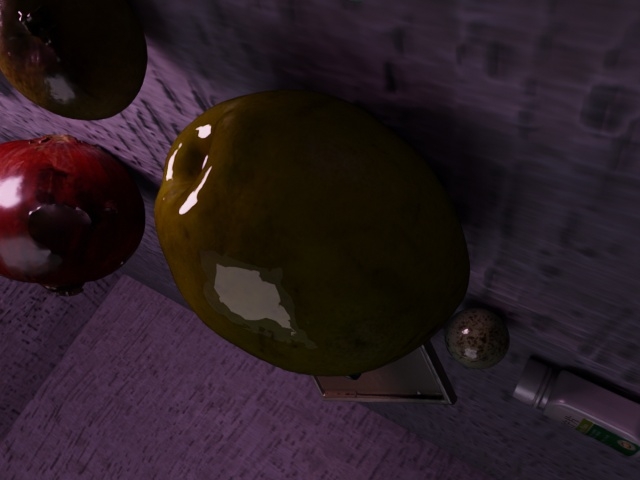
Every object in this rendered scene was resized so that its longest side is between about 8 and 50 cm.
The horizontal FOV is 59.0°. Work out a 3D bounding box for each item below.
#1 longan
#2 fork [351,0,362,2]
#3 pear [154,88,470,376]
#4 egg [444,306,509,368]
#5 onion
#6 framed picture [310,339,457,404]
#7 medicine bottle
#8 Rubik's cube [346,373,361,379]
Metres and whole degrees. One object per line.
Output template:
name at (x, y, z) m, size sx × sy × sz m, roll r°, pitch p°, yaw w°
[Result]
longan at (-0.252, -0.197, 0.562) m, size 0.155 × 0.145 × 0.176 m, roll 19°, pitch -170°, yaw -10°
fork at (-0.062, -0.207, 0.439) m, size 0.235 × 0.021 × 0.039 m, roll 20°, pitch 155°, yaw 36°
pear at (0.000, 0.000, 0.533) m, size 0.253 × 0.253 × 0.307 m, roll 11°, pitch 160°, yaw 49°
egg at (0.215, 0.135, 0.787) m, size 0.085 × 0.085 × 0.110 m, roll 34°, pitch 169°, yaw -7°
onion at (-0.515, -0.055, 1.123) m, size 0.341 × 0.341 × 0.341 m, roll 29°, pitch 162°, yaw 10°
framed picture at (0.060, 0.181, 0.978) m, size 0.315 × 0.024 × 0.232 m, roll -15°, pitch 104°, yaw 48°
medicine bottle at (0.380, 0.241, 0.822) m, size 0.183 × 0.069 × 0.119 m, roll 25°, pitch 164°, yaw 24°
Rubik's cube at (-0.012, 0.063, 0.809) m, size 0.182 × 0.187 × 0.184 m, roll 41°, pitch 163°, yaw -28°
